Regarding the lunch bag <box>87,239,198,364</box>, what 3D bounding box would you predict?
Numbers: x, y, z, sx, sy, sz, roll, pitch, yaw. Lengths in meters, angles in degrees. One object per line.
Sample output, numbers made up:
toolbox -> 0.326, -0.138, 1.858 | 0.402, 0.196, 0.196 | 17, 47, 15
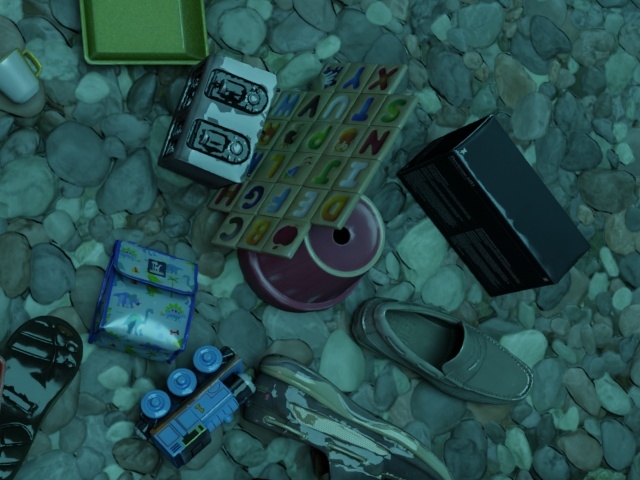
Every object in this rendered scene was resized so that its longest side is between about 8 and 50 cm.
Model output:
lunch bag -> -0.245, 0.083, 1.749 | 0.128, 0.096, 0.151 | 18, 61, -17

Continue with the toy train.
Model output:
toy train -> -0.173, 0.231, 1.747 | 0.184, 0.080, 0.105 | -40, 72, -19

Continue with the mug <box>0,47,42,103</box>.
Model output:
mug -> -0.422, -0.231, 1.734 | 0.078, 0.062, 0.064 | -44, 108, -15

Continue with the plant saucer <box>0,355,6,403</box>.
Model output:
plant saucer -> -0.527, 0.253, 1.489 | 0.258, 0.048, 0.259 | 10, 69, -18

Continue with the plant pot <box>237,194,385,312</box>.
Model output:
plant pot -> 0.000, 0.000, 1.813 | 0.201, 0.180, 0.201 | 4, 81, -23

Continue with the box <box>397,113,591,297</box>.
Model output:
box -> 0.269, -0.049, 1.932 | 0.103, 0.184, 0.261 | -42, 100, -22

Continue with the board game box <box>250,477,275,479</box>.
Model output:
board game box -> -0.093, 0.555, 1.596 | 0.356, 0.356, 0.356 | -28, 93, -24

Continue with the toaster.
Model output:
toaster -> -0.148, -0.169, 1.785 | 0.110, 0.185, 0.168 | 22, 82, -16

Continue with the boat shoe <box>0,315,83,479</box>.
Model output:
boat shoe -> -0.430, 0.246, 1.625 | 0.122, 0.120, 0.324 | 41, 63, -7

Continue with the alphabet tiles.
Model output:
alphabet tiles -> -0.016, -0.123, 1.778 | 0.011, 0.285, 0.343 | 47, 66, -38

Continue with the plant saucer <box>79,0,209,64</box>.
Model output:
plant saucer -> -0.267, -0.345, 1.822 | 0.188, 0.045, 0.188 | -3, 83, -24

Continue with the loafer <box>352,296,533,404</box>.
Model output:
loafer -> 0.201, 0.175, 1.910 | 0.319, 0.111, 0.112 | 22, 75, -19

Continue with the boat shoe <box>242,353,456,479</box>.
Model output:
boat shoe -> 0.037, 0.305, 1.828 | 0.355, 0.132, 0.130 | 34, 80, -6
